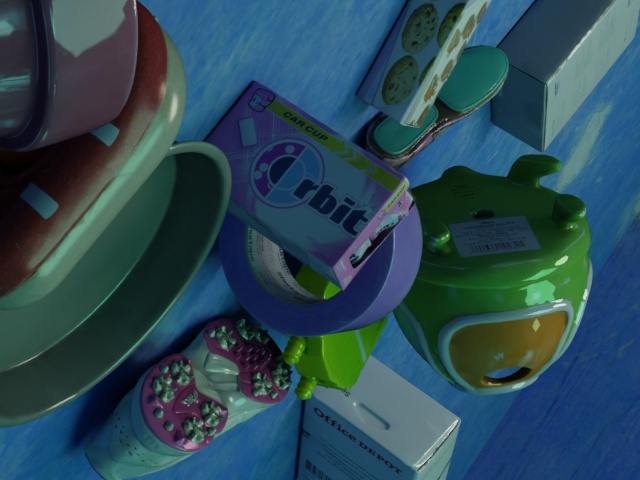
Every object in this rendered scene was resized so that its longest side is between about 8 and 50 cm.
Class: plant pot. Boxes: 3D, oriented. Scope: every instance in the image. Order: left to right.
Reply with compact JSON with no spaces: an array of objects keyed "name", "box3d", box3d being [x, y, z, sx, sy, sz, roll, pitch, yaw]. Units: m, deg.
[{"name":"plant pot","box3d":[-0.220,-0.127,0.709,0.180,0.201,0.201,-23,144,-30]}]

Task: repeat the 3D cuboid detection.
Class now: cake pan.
[{"name":"cake pan","box3d":[-0.192,0.025,1.135,0.293,0.054,0.293,-45,162,-19]}]

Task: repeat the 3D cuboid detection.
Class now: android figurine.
[{"name":"android figurine","box3d":[0.026,0.057,1.580,0.272,0.056,0.248,-63,150,-35]}]

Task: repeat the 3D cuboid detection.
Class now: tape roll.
[{"name":"tape roll","box3d":[0.000,0.000,1.368,0.189,0.189,0.080,-61,159,12]}]

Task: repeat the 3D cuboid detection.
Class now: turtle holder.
[{"name":"turtle holder","box3d":[0.169,0.034,1.591,0.243,0.320,0.227,-20,118,-29]}]

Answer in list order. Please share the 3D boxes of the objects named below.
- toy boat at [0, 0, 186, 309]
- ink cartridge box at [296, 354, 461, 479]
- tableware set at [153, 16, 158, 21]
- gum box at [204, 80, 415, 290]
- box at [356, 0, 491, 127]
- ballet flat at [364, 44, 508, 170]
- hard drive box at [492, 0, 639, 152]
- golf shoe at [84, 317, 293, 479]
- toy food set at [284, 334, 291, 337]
[{"name":"toy boat","box3d":[-0.203,-0.079,0.913,0.231,0.151,0.151,-52,130,-8]},{"name":"ink cartridge box","box3d":[0.078,0.305,1.985,0.115,0.198,0.272,-44,157,-31]},{"name":"tableware set","box3d":[-0.174,-0.114,1.045,0.154,0.024,0.104,-58,159,7]},{"name":"gum box","box3d":[-0.016,-0.049,1.259,0.107,0.188,0.062,-51,159,-11]},{"name":"box","box3d":[0.149,-0.274,1.466,0.324,0.067,0.063,-60,159,13]},{"name":"ballet flat","box3d":[0.128,-0.151,1.612,0.221,0.077,0.079,-41,174,-24]},{"name":"hard drive box","box3d":[0.332,-0.262,1.856,0.232,0.089,0.181,-50,159,-17]},{"name":"golf shoe","box3d":[-0.139,0.168,1.468,0.140,0.115,0.306,-37,172,26]},{"name":"toy food set","box3d":[0.036,0.079,1.734,0.218,0.071,0.128,-9,130,-63]}]
